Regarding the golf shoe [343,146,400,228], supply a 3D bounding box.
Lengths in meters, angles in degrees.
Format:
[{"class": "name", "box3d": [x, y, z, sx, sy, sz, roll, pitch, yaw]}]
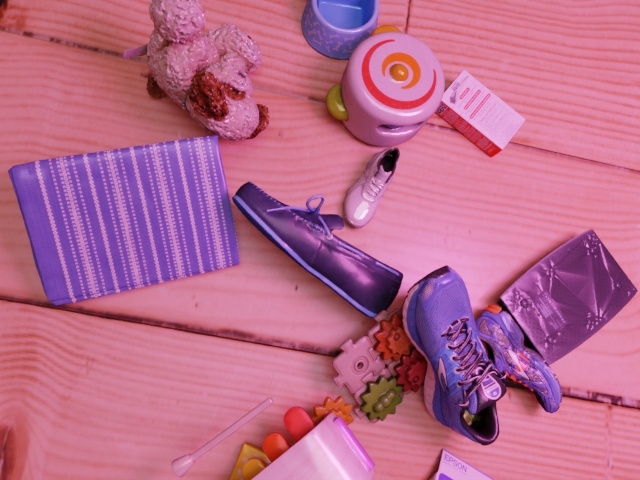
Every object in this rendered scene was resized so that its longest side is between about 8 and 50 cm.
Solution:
[{"class": "golf shoe", "box3d": [0.100, -0.108, 0.914, 0.069, 0.086, 0.176, 27, 77, -4]}]

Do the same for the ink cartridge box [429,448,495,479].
[{"class": "ink cartridge box", "box3d": [0.265, 0.502, 0.806, 0.206, 0.045, 0.208, 32, 45, 1]}]

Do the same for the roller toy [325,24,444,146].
[{"class": "roller toy", "box3d": [0.136, -0.296, 0.927, 0.191, 0.146, 0.209, 37, 75, 0]}]

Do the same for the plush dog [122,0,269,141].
[{"class": "plush dog", "box3d": [-0.202, -0.274, 0.856, 0.211, 0.262, 0.225, -42, 75, 19]}]

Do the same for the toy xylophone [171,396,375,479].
[{"class": "toy xylophone", "box3d": [-0.082, 0.385, 0.737, 0.323, 0.081, 0.236, -30, 76, -1]}]

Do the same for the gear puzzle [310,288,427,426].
[{"class": "gear puzzle", "box3d": [0.115, 0.228, 0.832, 0.339, 0.044, 0.175, -36, 111, -14]}]

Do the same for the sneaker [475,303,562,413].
[{"class": "sneaker", "box3d": [0.360, 0.229, 0.893, 0.087, 0.083, 0.221, -36, 80, 0]}]

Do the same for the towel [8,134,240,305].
[{"class": "towel", "box3d": [-0.322, -0.036, 0.818, 0.336, 0.040, 0.243, -11, 104, -12]}]

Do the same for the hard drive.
[{"class": "hard drive", "box3d": [0.481, 0.108, 0.940, 0.255, 0.054, 0.172, -33, 85, -14]}]

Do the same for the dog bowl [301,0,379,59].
[{"class": "dog bowl", "box3d": [0.050, -0.533, 1.003, 0.166, 0.074, 0.296, 6, 78, -7]}]

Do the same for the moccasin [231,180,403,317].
[{"class": "moccasin", "box3d": [0.000, 0.000, 0.863, 0.342, 0.138, 0.116, 39, 85, -13]}]

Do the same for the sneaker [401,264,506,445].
[{"class": "sneaker", "box3d": [0.237, 0.191, 0.776, 0.130, 0.147, 0.329, -26, 112, -18]}]

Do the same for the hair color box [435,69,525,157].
[{"class": "hair color box", "box3d": [0.330, -0.265, 0.998, 0.167, 0.053, 0.093, 40, 77, 0]}]

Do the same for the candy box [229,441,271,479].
[{"class": "candy box", "box3d": [-0.054, 0.426, 0.784, 0.206, 0.027, 0.105, 20, 73, 10]}]
